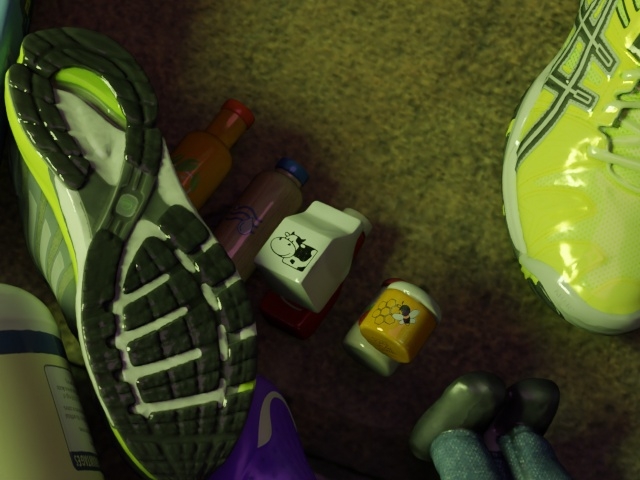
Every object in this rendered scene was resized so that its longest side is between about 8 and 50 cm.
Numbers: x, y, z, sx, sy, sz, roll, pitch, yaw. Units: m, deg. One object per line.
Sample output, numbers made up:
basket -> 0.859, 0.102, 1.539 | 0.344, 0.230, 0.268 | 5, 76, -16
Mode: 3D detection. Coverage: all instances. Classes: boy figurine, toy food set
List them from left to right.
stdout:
toy food set -> 0.000, 0.000, 1.052 | 0.232, 0.111, 0.104 | 25, 69, 32
boy figurine -> 0.143, 0.210, 0.958 | 0.177, 0.092, 0.285 | 12, 35, -31

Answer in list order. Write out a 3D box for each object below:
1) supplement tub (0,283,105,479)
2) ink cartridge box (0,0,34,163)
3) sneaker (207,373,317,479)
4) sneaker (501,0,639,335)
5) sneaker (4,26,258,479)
supplement tub -> -0.223, 0.210, 0.905 | 0.235, 0.235, 0.324 | -17, 77, -12
ink cartridge box -> -0.333, -0.118, 1.031 | 0.270, 0.151, 0.395 | 10, 75, -5
sneaker -> 0.012, 0.218, 0.976 | 0.146, 0.102, 0.293 | -14, 82, 24
sneaker -> 0.226, -0.124, 1.109 | 0.145, 0.147, 0.384 | 15, 74, -5
sneaker -> -0.124, 0.018, 0.996 | 0.111, 0.121, 0.299 | -10, 67, -22
